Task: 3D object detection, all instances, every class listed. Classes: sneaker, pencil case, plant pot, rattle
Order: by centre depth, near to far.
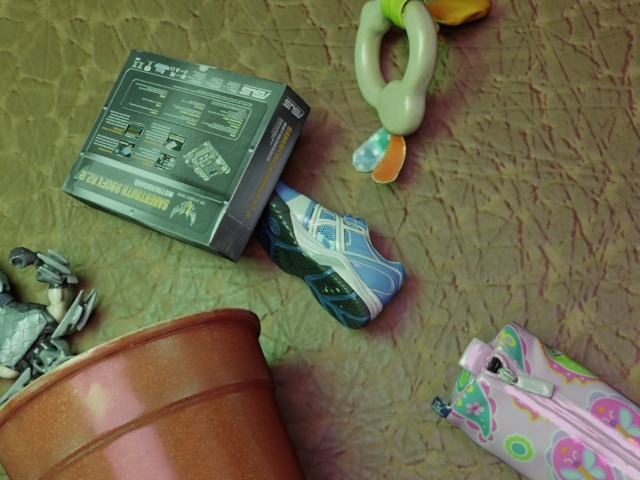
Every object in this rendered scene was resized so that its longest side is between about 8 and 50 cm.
[{"bbox_3d":[-0.119,0.241,0.822,0.272,0.272,0.265,-30,72,2],"label":"plant pot"},{"bbox_3d":[0.250,0.189,0.852,0.284,0.124,0.124,35,85,15],"label":"pencil case"},{"bbox_3d":[0.000,0.000,0.976,0.081,0.080,0.211,-32,68,-28],"label":"sneaker"},{"bbox_3d":[0.111,-0.164,1.010,0.130,0.143,0.199,-5,91,42],"label":"rattle"}]

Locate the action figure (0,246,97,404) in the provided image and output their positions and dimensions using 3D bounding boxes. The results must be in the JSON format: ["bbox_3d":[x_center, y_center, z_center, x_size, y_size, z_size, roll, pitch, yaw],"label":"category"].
[{"bbox_3d":[-0.366,0.065,1.007,0.285,0.099,0.185,38,81,13],"label":"action figure"}]

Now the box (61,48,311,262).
[{"bbox_3d":[-0.146,-0.096,0.990,0.231,0.056,0.183,18,80,34],"label":"box"}]
